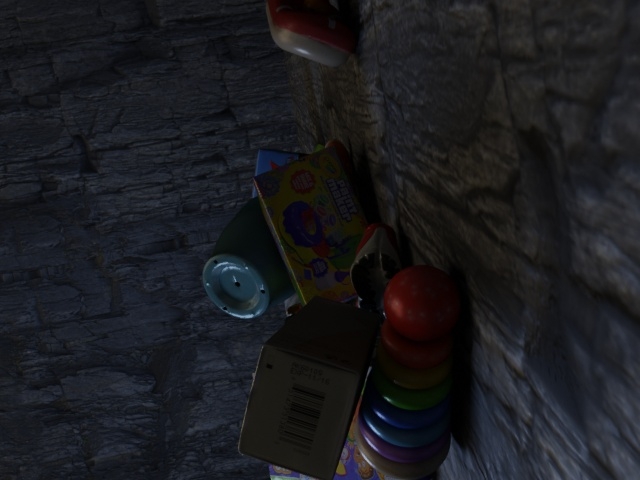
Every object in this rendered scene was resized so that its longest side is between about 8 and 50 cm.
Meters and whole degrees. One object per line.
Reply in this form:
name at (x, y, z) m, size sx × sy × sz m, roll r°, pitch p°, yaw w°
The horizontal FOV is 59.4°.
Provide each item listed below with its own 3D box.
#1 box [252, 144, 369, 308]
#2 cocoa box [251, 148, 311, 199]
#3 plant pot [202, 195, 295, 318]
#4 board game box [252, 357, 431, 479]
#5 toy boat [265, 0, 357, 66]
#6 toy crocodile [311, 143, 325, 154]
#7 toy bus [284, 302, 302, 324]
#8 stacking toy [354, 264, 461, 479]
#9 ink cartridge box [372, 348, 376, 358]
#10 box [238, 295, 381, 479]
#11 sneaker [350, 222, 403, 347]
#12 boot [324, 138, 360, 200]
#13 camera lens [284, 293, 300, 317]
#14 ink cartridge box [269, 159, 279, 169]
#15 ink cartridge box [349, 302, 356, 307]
box at (0.000, 0.000, 1.188) m, size 0.279 × 0.177 × 0.289 m, roll 100°, pitch 147°, yaw -78°
cocoa box at (-0.119, -0.126, 1.896) m, size 0.231 × 0.228 × 0.347 m, roll -125°, pitch 42°, yaw -80°
plant pot at (-0.154, 0.054, 1.418) m, size 0.255 × 0.272 × 0.271 m, roll -51°, pitch -42°, yaw -55°
board game box at (0.030, 0.363, 1.122) m, size 0.078 × 0.347 × 0.233 m, roll -7°, pitch -96°, yaw -52°
toy boat at (-0.004, -0.413, 0.990) m, size 0.151 × 0.151 × 0.231 m, roll -61°, pitch 29°, yaw 35°
toy crocodile at (0.005, -0.187, 1.573) m, size 0.115 × 0.105 × 0.340 m, roll -62°, pitch 6°, yaw -1°
toy bus at (0.011, 0.248, 1.416) m, size 0.211 × 0.150 × 0.220 m, roll -23°, pitch -76°, yaw -78°
stacking toy at (0.116, 0.165, 0.732) m, size 0.141 × 0.141 × 0.330 m, roll -105°, pitch 11°, yaw -52°
ink cartridge box at (0.067, 0.322, 1.258) m, size 0.086 × 0.203 × 0.148 m, roll 101°, pitch 159°, yaw -85°
box at (0.001, 0.185, 0.792) m, size 0.311 × 0.121 × 0.148 m, roll -29°, pitch -47°, yaw -77°
sneaker at (0.110, 0.085, 0.979) m, size 0.118 × 0.107 × 0.279 m, roll -78°, pitch -10°, yaw -45°
boot at (0.054, -0.154, 1.277) m, size 0.084 × 0.059 × 0.157 m, roll -123°, pitch 14°, yaw -73°
camera lens at (0.003, 0.172, 1.641) m, size 0.274 × 0.219 × 0.219 m, roll -105°, pitch 6°, yaw -54°
ink cartridge box at (-0.043, -0.103, 1.573) m, size 0.060 × 0.239 × 0.275 m, roll -59°, pitch -6°, yaw -8°
ink cartridge box at (0.092, 0.159, 1.385) m, size 0.127 × 0.072 × 0.175 m, roll 93°, pitch 165°, yaw -75°
